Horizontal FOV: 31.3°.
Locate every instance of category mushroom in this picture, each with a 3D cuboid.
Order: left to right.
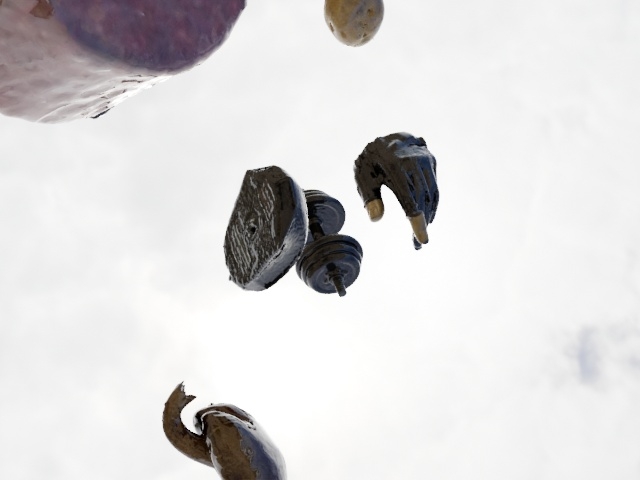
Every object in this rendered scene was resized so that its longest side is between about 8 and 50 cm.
[{"bbox_3d":[-0.091,0.209,1.153,0.080,0.170,0.135,-44,-165,-12],"label":"mushroom"}]

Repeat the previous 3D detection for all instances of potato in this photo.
[{"bbox_3d":[0.033,-0.237,1.153,0.062,0.068,0.083,-18,-131,8],"label":"potato"}]

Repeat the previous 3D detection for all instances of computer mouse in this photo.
[{"bbox_3d":[-0.053,-0.011,1.178,0.099,0.057,0.172,64,-36,26],"label":"computer mouse"}]

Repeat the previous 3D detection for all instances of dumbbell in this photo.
[{"bbox_3d":[0.000,0.000,1.587,0.099,0.099,0.208,-34,-133,12],"label":"dumbbell"}]

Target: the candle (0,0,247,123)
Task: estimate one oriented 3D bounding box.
[{"bbox_3d":[-0.123,-0.237,0.567,0.131,0.287,0.317,-17,-144,38],"label":"candle"}]

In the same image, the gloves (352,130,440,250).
[{"bbox_3d":[0.132,-0.074,1.715,0.106,0.129,0.181,-51,-131,27],"label":"gloves"}]
